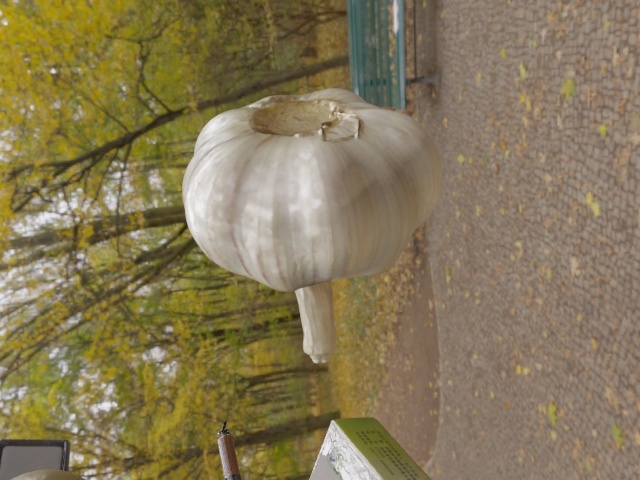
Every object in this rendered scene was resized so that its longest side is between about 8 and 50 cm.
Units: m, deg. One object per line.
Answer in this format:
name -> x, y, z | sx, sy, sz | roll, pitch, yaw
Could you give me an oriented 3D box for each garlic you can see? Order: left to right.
garlic -> 0.000, 0.000, 0.469 | 0.199, 0.199, 0.226 | -102, 4, -62

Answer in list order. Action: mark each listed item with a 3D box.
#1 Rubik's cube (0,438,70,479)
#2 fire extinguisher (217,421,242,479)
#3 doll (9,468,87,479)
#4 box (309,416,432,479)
Rubik's cube -> -0.761, 0.641, 1.281 | 0.318, 0.313, 0.316 | -51, 40, 40
fire extinguisher -> -0.121, 0.285, 0.763 | 0.028, 0.022, 0.083 | -54, 42, 37
doll -> -0.317, 0.432, 0.725 | 0.174, 0.235, 0.330 | -46, -42, -52
box -> 0.069, 0.312, 0.519 | 0.260, 0.062, 0.175 | 37, 113, 52
